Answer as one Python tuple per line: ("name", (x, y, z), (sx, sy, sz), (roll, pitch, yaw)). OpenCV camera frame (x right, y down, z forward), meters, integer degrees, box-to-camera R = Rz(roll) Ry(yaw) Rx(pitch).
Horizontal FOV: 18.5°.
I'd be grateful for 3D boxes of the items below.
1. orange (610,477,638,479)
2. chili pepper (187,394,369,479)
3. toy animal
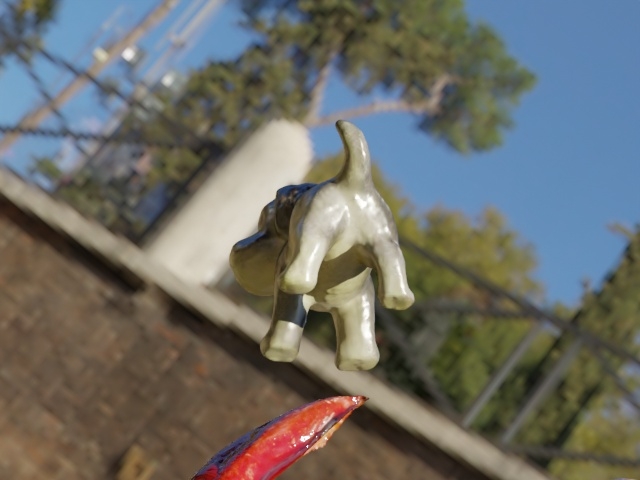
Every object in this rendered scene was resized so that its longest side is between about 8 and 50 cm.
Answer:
("orange", (0.294, 0.300, 1.820), (0.159, 0.159, 0.136), (45, -26, -19))
("chili pepper", (-0.070, 0.170, 1.260), (0.050, 0.268, 0.059), (41, -30, 16))
("toy animal", (-0.002, 0.016, 1.637), (0.121, 0.168, 0.233), (5, -19, -13))
